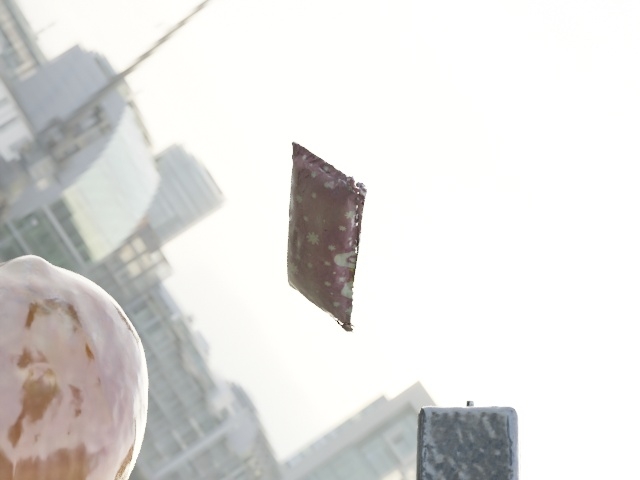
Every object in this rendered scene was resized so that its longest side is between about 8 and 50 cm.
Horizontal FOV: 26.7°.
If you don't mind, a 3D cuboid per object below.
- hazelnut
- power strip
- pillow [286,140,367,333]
[{"bbox_3d":[-0.206,0.110,0.876,0.176,0.214,0.214,21,-25,20],"label":"hazelnut"},{"bbox_3d":[0.147,0.282,1.325,0.070,0.105,0.256,68,23,-66],"label":"power strip"},{"bbox_3d":[0.000,0.000,1.319,0.118,0.043,0.185,37,-40,42],"label":"pillow"}]
